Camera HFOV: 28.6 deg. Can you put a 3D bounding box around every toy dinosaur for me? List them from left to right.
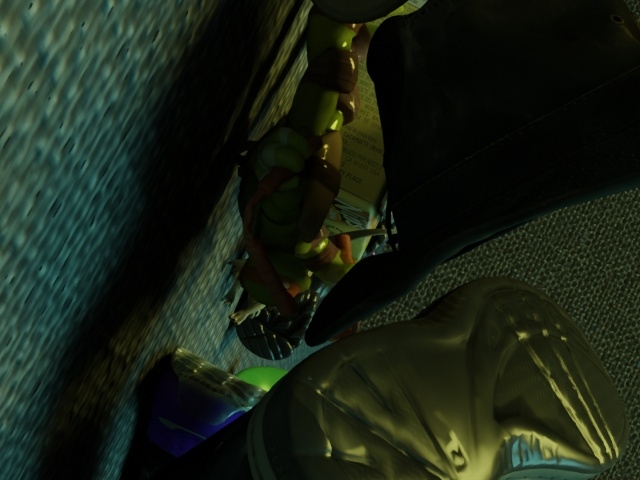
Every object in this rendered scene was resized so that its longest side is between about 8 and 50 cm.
[{"bbox_3d":[-0.022,0.018,0.964,0.183,0.053,0.092,-30,-177,43],"label":"toy dinosaur"}]

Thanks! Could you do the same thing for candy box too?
[{"bbox_3d":[0.069,-0.156,1.011,0.183,0.087,0.316,100,16,-76],"label":"candy box"}]

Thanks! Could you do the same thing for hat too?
[{"bbox_3d":[0.102,-0.077,0.662,0.331,0.134,0.331,-27,-178,1],"label":"hat"}]

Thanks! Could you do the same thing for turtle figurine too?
[{"bbox_3d":[-0.007,-0.044,0.787,0.269,0.087,0.217,54,50,-68],"label":"turtle figurine"}]

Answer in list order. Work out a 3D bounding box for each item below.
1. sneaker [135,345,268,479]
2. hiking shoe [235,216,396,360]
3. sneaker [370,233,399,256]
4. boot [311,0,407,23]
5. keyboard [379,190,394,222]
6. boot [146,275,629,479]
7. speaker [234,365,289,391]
[{"bbox_3d":[-0.091,0.179,0.942,0.146,0.102,0.293,-62,174,-16],"label":"sneaker"},{"bbox_3d":[0.000,0.000,1.144,0.227,0.086,0.114,-51,-172,4],"label":"hiking shoe"},{"bbox_3d":[0.049,-0.035,1.327,0.224,0.098,0.083,-58,172,-48],"label":"sneaker"},{"bbox_3d":[0.062,-0.204,0.709,0.207,0.090,0.248,77,35,-78],"label":"boot"},{"bbox_3d":[0.066,-0.049,0.956,0.072,0.014,0.256,-58,176,1],"label":"keyboard"},{"bbox_3d":[0.011,0.156,0.782,0.284,0.138,0.377,-37,165,31],"label":"boot"},{"bbox_3d":[-0.088,0.277,1.304,0.296,0.131,0.131,-67,174,28],"label":"speaker"}]
